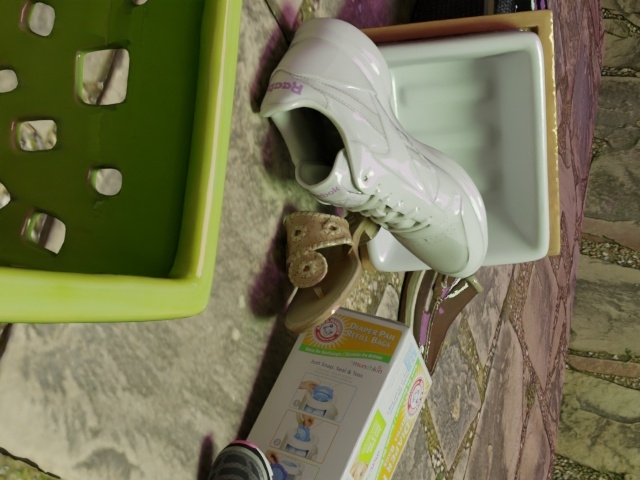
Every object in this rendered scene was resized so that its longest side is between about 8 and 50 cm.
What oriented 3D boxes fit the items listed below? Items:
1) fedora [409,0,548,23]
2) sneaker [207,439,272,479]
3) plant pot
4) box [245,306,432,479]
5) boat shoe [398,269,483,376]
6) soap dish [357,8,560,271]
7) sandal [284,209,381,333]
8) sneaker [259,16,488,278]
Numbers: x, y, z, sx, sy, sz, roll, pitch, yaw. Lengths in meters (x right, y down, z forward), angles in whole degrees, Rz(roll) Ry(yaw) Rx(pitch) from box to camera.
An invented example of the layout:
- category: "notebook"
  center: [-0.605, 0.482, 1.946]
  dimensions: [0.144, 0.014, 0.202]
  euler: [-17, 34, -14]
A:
- category: "fedora"
  center: [0.200, -0.246, 1.324]
  dimensions: [0.334, 0.152, 0.334]
  euler: [0, 90, -69]
- category: "sneaker"
  center: [-0.081, 0.247, 0.825]
  dimensions: [0.075, 0.063, 0.170]
  euler: [43, 59, -70]
- category: "plant pot"
  center: [-0.167, -0.091, 0.368]
  dimensions: [0.228, 0.207, 0.227]
  euler: [14, 80, -67]
- category: "box"
  center: [0.013, 0.177, 0.951]
  dimensions: [0.203, 0.103, 0.114]
  euler: [-63, 150, -25]
- category: "boat shoe"
  center: [0.169, 0.061, 1.370]
  dimensions: [0.095, 0.095, 0.257]
  euler: [40, 57, -63]
- category: "soap dish"
  center: [0.144, -0.111, 1.136]
  dimensions: [0.118, 0.229, 0.291]
  euler: [-81, 164, -61]
- category: "sandal"
  center: [-0.005, 0.003, 0.994]
  dimensions: [0.079, 0.088, 0.240]
  euler: [54, 26, -11]
- category: "sneaker"
  center: [0.047, -0.058, 0.983]
  dimensions: [0.305, 0.114, 0.152]
  euler: [50, 49, -23]
